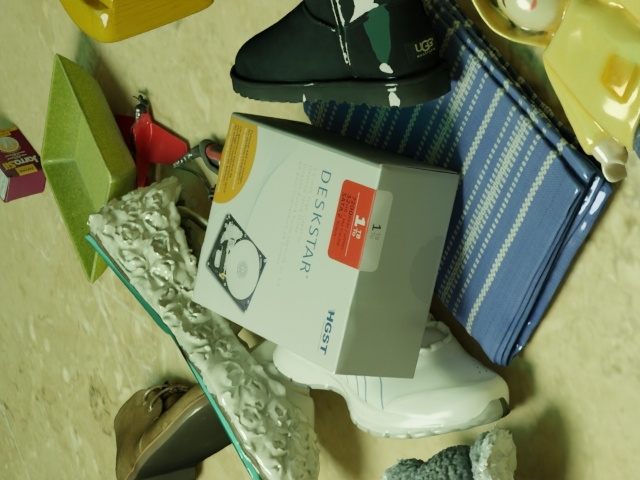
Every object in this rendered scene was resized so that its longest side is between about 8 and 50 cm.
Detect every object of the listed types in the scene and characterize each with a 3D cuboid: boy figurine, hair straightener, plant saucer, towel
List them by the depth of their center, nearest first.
[{"bbox_3d":[0.219,-0.130,1.319,0.285,0.092,0.177,51,143,24],"label":"boy figurine"},{"bbox_3d":[0.104,-0.084,1.560,0.336,0.040,0.243,54,144,29],"label":"towel"},{"bbox_3d":[-0.079,-0.044,1.820,0.230,0.047,0.089,17,118,51],"label":"hair straightener"},{"bbox_3d":[-0.251,-0.080,2.023,0.188,0.045,0.188,109,143,-49],"label":"plant saucer"}]

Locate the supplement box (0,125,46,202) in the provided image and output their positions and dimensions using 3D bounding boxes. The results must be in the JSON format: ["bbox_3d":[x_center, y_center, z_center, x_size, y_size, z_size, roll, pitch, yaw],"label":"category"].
[{"bbox_3d":[-0.373,-0.092,2.215,0.083,0.055,0.043,49,140,30],"label":"supplement box"}]

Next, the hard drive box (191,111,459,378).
[{"bbox_3d":[0.000,0.000,1.594,0.232,0.089,0.181,21,102,52],"label":"hard drive box"}]

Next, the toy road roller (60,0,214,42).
[{"bbox_3d":[-0.212,-0.337,1.745,0.329,0.202,0.240,35,137,40],"label":"toy road roller"}]

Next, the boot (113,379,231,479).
[{"bbox_3d":[-0.166,0.196,2.013,0.305,0.112,0.115,-47,55,55],"label":"boot"}]

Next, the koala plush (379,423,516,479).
[{"bbox_3d":[0.131,0.274,1.558,0.196,0.203,0.221,-27,70,56],"label":"koala plush"}]

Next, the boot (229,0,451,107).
[{"bbox_3d":[0.001,-0.221,1.524,0.246,0.094,0.207,9,116,50],"label":"boot"}]

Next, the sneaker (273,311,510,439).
[{"bbox_3d":[0.055,0.091,1.643,0.297,0.111,0.129,22,116,48],"label":"sneaker"}]

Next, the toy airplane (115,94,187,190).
[{"bbox_3d":[-0.190,-0.084,1.980,0.151,0.028,0.151,30,128,48],"label":"toy airplane"}]

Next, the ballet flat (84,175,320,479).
[{"bbox_3d":[-0.090,0.092,1.824,0.409,0.147,0.147,54,142,24],"label":"ballet flat"}]
